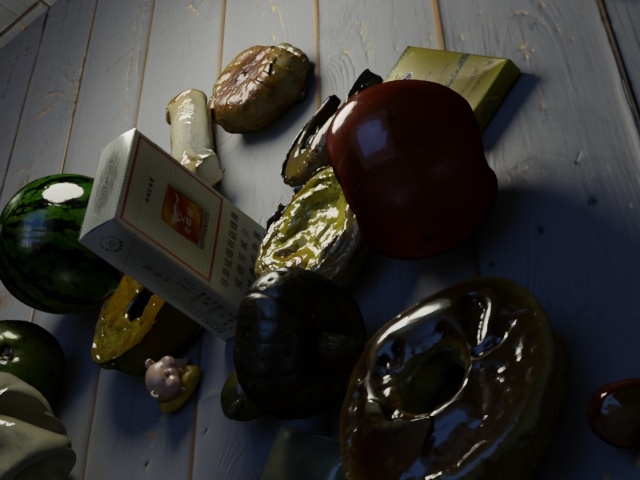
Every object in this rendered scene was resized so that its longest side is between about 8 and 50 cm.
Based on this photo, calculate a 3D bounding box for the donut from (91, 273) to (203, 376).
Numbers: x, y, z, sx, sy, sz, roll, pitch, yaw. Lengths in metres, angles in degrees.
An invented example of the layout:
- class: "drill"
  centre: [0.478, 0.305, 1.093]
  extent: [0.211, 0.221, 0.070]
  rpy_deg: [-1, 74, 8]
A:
- class: "donut"
  centre: [-0.298, 0.128, 2.135]
  extent: [0.272, 0.107, 0.272]
  rpy_deg: [-37, 33, 29]

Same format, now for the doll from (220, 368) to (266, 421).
- class: "doll"
  centre: [-0.067, 0.194, 1.804]
  extent: [0.209, 0.097, 0.137]
  rpy_deg: [-50, -7, -7]

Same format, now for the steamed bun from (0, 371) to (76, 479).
- class: "steamed bun"
  centre: [-0.583, 0.362, 2.065]
  extent: [0.255, 0.368, 0.342]
  rpy_deg: [-45, -14, -33]

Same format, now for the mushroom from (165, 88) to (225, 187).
- class: "mushroom"
  centre: [-0.256, -0.196, 2.385]
  extent: [0.122, 0.095, 0.351]
  rpy_deg: [-60, 27, 22]

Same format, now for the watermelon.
- class: "watermelon"
  centre: [-0.501, 0.010, 2.339]
  extent: [0.285, 0.285, 0.285]
  rpy_deg: [-31, 38, 28]

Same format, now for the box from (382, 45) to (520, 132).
- class: "box"
  centre: [0.192, -0.242, 1.950]
  extent: [0.153, 0.041, 0.279]
  rpy_deg: [-57, 33, -7]

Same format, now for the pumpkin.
- class: "pumpkin"
  centre: [-0.019, 0.150, 1.677]
  extent: [0.162, 0.219, 0.219]
  rpy_deg: [1, 59, 40]

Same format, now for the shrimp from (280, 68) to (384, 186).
- class: "shrimp"
  centre: [0.013, -0.202, 2.124]
  extent: [0.253, 0.058, 0.173]
  rpy_deg: [-54, 24, -1]

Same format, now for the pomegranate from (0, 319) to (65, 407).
- class: "pomegranate"
  centre: [-0.600, 0.267, 2.308]
  extent: [0.248, 0.214, 0.214]
  rpy_deg: [110, -178, -65]

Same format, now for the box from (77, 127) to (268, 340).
- class: "box"
  centre: [-0.233, -0.008, 1.969]
  extent: [0.095, 0.330, 0.210]
  rpy_deg: [-27, 40, 31]

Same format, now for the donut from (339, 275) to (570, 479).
- class: "donut"
  centre: [0.165, 0.207, 1.463]
  extent: [0.330, 0.160, 0.330]
  rpy_deg: [-23, 38, 19]

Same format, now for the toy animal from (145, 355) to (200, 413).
- class: "toy animal"
  centre: [-0.256, 0.225, 2.000]
  extent: [0.091, 0.082, 0.114]
  rpy_deg: [-36, 35, 19]

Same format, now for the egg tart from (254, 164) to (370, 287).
- class: "egg tart"
  centre: [0.000, 0.000, 1.907]
  extent: [0.279, 0.095, 0.279]
  rpy_deg: [-37, 32, 28]

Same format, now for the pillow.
- class: "pillow"
  centre: [-0.015, 0.323, 1.642]
  extent: [0.208, 0.053, 0.119]
  rpy_deg: [-2, 55, 53]

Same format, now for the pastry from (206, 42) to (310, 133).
- class: "pastry"
  centre: [-0.126, -0.302, 2.340]
  extent: [0.229, 0.100, 0.218]
  rpy_deg: [-46, 33, 5]

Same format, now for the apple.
- class: "apple"
  centre: [0.132, -0.103, 1.697]
  extent: [0.216, 0.260, 0.260]
  rpy_deg: [-21, 38, 3]

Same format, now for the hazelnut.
- class: "hazelnut"
  centre: [0.340, 0.193, 1.326]
  extent: [0.086, 0.086, 0.086]
  rpy_deg: [-31, 38, 28]
